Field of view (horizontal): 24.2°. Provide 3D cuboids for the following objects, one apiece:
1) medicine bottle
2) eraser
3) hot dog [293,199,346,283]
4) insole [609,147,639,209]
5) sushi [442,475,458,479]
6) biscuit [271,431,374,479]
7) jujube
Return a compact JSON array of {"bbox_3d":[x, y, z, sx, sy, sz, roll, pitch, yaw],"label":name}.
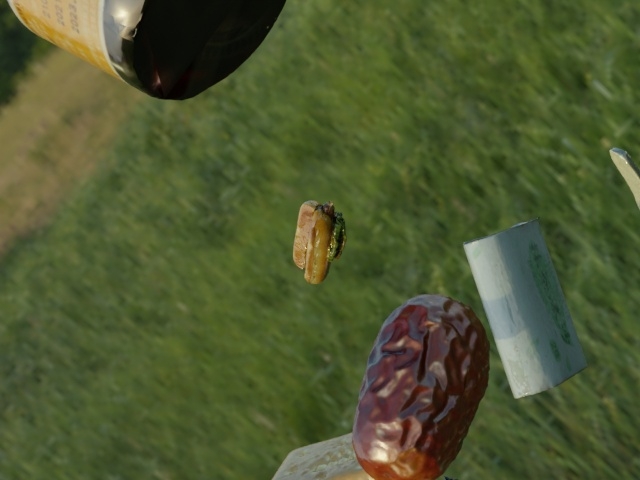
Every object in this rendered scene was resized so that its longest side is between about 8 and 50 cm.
[{"bbox_3d":[-0.227,-0.313,1.414,0.242,0.395,0.242,-39,-31,-29],"label":"medicine bottle"},{"bbox_3d":[0.288,0.092,2.095,0.081,0.227,0.174,-21,-3,33],"label":"eraser"},{"bbox_3d":[0.000,0.000,1.626,0.041,0.056,0.133,-19,-31,-19],"label":"hot dog"},{"bbox_3d":[0.383,-0.028,1.707,0.010,0.192,0.063,-39,18,-9],"label":"insole"},{"bbox_3d":[0.168,0.376,2.092,0.083,0.056,0.084,-35,-23,-40],"label":"sushi"},{"bbox_3d":[0.041,0.282,1.924,0.250,0.030,0.160,-21,14,27],"label":"biscuit"},{"bbox_3d":[0.086,0.133,1.308,0.109,0.112,0.176,-25,35,53],"label":"jujube"}]
